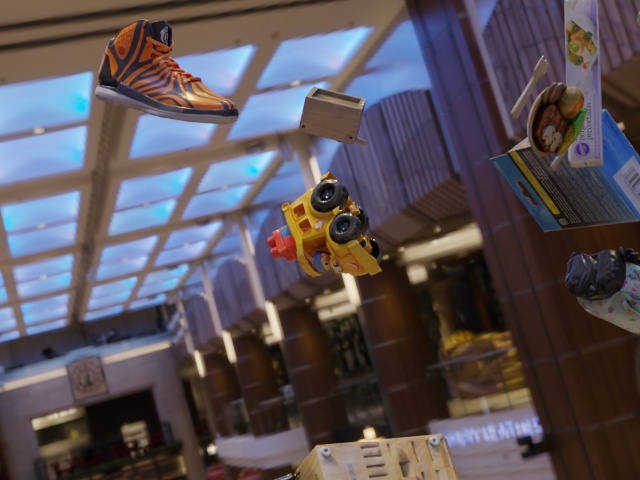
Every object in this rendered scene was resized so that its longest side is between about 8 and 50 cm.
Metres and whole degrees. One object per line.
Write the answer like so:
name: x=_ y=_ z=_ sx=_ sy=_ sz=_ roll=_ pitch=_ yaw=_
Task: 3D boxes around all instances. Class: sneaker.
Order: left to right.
sneaker: x=-0.294 y=-0.331 z=1.792 sx=0.321 sy=0.180 sz=0.124 roll=16 pitch=10 yaw=19

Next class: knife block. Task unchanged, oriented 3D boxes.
knife block: x=0.024 y=0.361 z=1.259 sx=0.276 sy=0.088 sz=0.242 roll=0 pitch=-35 yaw=-24

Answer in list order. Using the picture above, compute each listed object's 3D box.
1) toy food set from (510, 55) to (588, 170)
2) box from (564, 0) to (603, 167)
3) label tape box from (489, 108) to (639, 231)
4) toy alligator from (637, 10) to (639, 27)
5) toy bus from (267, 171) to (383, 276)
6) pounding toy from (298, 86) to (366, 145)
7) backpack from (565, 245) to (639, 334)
toy food set: x=0.391 y=-0.202 z=1.537 sx=0.038 sy=0.132 sz=0.192 roll=24 pitch=-9 yaw=44
box: x=0.508 y=-0.305 z=1.791 sx=0.063 sy=0.323 sz=0.067 roll=-2 pitch=-6 yaw=21
label tape box: x=0.573 y=-0.150 z=2.104 sx=0.106 sy=0.240 sz=0.334 roll=-43 pitch=13 yaw=-19
toy alligator: x=0.399 y=-0.344 z=1.128 sx=0.051 sy=0.189 sz=0.056 roll=-4 pitch=-8 yaw=-20
toy bus: x=0.000 y=0.000 z=1.943 sx=0.211 sy=0.220 sz=0.149 roll=-29 pitch=-38 yaw=8
pounding toy: x=0.033 y=-0.234 z=1.825 sx=0.130 sy=0.100 sz=0.141 roll=14 pitch=20 yaw=3
backpack: x=0.534 y=0.090 z=1.625 sx=0.182 sy=0.115 sz=0.152 roll=25 pitch=-9 yaw=-19
